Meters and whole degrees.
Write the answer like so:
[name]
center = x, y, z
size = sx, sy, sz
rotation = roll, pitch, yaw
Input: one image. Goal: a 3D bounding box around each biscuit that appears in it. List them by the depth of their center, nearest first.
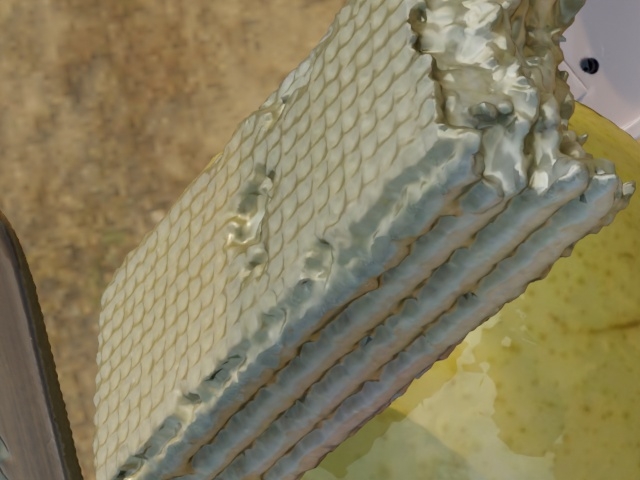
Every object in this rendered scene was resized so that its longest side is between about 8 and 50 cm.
[biscuit]
center = 0.000, 0.000, 0.552
size = 0.239, 0.062, 0.108
rotation = -45, 37, 41

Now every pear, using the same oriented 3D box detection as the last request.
[pear]
center = 0.059, 0.077, 0.801
size = 0.309, 0.309, 0.309
rotation = 18, 114, 47

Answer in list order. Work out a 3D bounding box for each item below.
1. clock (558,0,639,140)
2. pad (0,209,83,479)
[clock]
center = 0.200, -0.166, 1.349
size = 0.197, 0.068, 0.196
rotation = 8, 107, 28
[pad]
center = -0.217, 0.087, 0.847
size = 0.284, 0.018, 0.286
rotation = 10, 122, 36
